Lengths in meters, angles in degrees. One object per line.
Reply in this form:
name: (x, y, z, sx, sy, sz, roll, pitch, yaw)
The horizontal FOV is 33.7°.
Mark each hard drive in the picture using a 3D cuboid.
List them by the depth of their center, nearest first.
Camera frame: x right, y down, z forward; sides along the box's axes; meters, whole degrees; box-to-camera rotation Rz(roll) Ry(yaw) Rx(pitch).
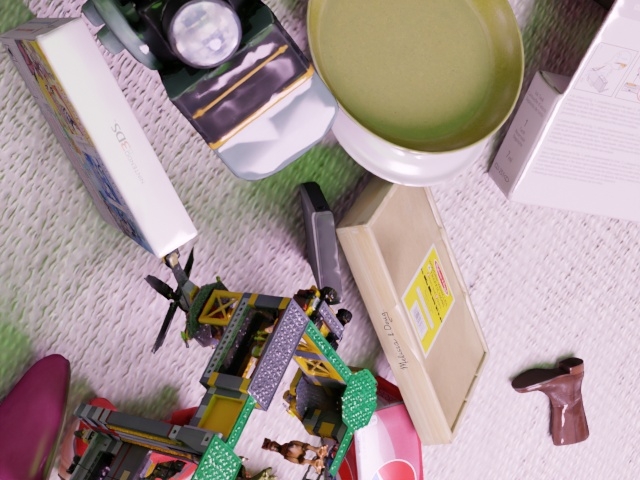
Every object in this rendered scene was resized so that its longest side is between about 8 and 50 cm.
hard drive: (0.000, 0.000, 1.062, 0.022, 0.135, 0.094, -8, 105, -4)

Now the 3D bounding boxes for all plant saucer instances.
plant saucer: (0.093, -0.197, 1.070, 0.241, 0.037, 0.241, 5, 76, -20)

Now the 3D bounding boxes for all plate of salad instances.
plate of salad: (0.088, -0.150, 1.103, 0.200, 0.048, 0.200, 5, 77, -20)

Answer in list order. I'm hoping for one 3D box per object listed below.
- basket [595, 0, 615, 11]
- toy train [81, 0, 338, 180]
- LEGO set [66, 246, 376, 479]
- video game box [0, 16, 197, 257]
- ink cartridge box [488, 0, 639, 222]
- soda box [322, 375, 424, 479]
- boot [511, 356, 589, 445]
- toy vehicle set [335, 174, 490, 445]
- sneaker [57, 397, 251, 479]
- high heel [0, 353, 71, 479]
basket: (0.399, -0.295, 1.169, 0.227, 0.154, 0.204, 37, 80, -30)
toy train: (-0.101, -0.182, 0.875, 0.142, 0.334, 0.190, -37, 121, 2)
LEGO set: (-0.111, 0.188, 0.976, 0.255, 0.192, 0.331, 46, 58, -47)
video game box: (-0.198, -0.096, 0.923, 0.048, 0.187, 0.205, -32, 113, -14)
ink cartridge box: (0.372, -0.144, 1.180, 0.296, 0.066, 0.261, 8, 123, -25)
soda box: (0.062, 0.293, 1.179, 0.083, 0.092, 0.263, -12, 106, -24)
boot: (0.283, 0.210, 1.293, 0.106, 0.037, 0.114, -13, 111, -19)
toy vehicle set: (0.105, 0.060, 1.121, 0.166, 0.035, 0.267, -52, 125, -53)
sneaker: (-0.121, 0.231, 1.075, 0.279, 0.107, 0.118, 21, 85, -22)
high heel: (-0.371, 0.255, 0.966, 0.181, 0.127, 0.377, 26, 86, -20)
